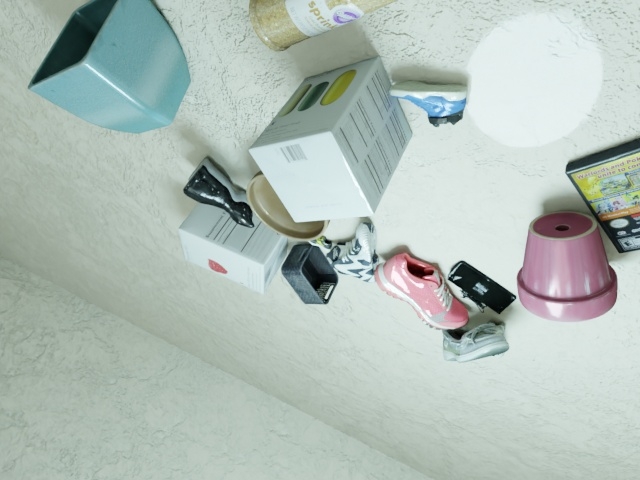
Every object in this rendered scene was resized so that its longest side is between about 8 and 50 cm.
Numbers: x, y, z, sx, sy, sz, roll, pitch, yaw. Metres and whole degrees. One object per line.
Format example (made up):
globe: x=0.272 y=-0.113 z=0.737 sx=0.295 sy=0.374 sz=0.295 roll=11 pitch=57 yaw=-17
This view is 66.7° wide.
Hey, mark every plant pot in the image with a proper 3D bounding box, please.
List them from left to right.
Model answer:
plant pot: x=-0.456 y=-0.390 z=1.136 sx=0.247 sy=0.247 sz=0.252 roll=-2 pitch=153 yaw=36
plant pot: x=-0.070 y=-0.118 z=1.304 sx=0.237 sy=0.110 sz=0.237 roll=19 pitch=144 yaw=14
plant pot: x=0.523 y=0.044 z=1.044 sx=0.201 sy=0.201 sz=0.180 roll=2 pitch=120 yaw=33

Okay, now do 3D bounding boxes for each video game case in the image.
video game case: x=0.651 y=-0.094 z=0.905 sx=0.248 sy=0.035 sz=0.274 roll=45 pitch=143 yaw=-21

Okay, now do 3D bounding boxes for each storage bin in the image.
storage bin: x=-0.031 y=0.108 z=1.545 sx=0.084 sy=0.122 sz=0.180 roll=-3 pitch=134 yaw=36

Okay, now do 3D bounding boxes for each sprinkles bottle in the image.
sprinkles bottle: x=0.039 y=-0.435 z=0.830 sx=0.355 sy=0.121 sz=0.121 roll=-4 pitch=133 yaw=39

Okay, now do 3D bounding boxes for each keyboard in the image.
keyboard: x=0.434 y=0.130 z=1.343 sx=0.192 sy=0.038 sz=0.100 roll=34 pitch=121 yaw=-6

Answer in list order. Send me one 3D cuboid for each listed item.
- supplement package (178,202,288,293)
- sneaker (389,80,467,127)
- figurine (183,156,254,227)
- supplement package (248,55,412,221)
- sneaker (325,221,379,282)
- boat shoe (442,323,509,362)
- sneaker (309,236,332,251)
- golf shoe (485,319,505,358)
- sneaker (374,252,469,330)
supplement package: x=-0.270 y=0.008 z=1.539 sx=0.292 sy=0.175 sz=0.178 roll=23 pitch=145 yaw=10
sneaker: x=0.211 y=-0.267 z=0.970 sx=0.152 sy=0.058 sz=0.085 roll=8 pitch=132 yaw=17
figurine: x=-0.275 y=-0.128 z=1.389 sx=0.209 sy=0.215 sz=0.092 roll=38 pitch=99 yaw=-19
supplement package: x=0.032 y=-0.202 z=0.996 sx=0.199 sy=0.263 sz=0.198 roll=-3 pitch=133 yaw=37
sneaker: x=0.082 y=0.032 z=1.397 sx=0.152 sy=0.094 sz=0.235 roll=6 pitch=149 yaw=16
boat shoe: x=0.427 y=0.287 z=1.394 sx=0.118 sy=0.103 sz=0.320 roll=-11 pitch=168 yaw=-7
sneaker: x=0.000 y=0.000 z=1.476 sx=0.083 sy=0.031 sz=0.035 roll=26 pitch=131 yaw=-3
golf shoe: x=0.519 y=0.319 z=1.462 sx=0.069 sy=0.086 sz=0.176 roll=4 pitch=139 yaw=28
sneaker: x=0.307 y=0.145 z=1.368 sx=0.313 sy=0.116 sz=0.136 roll=32 pitch=138 yaw=-8
